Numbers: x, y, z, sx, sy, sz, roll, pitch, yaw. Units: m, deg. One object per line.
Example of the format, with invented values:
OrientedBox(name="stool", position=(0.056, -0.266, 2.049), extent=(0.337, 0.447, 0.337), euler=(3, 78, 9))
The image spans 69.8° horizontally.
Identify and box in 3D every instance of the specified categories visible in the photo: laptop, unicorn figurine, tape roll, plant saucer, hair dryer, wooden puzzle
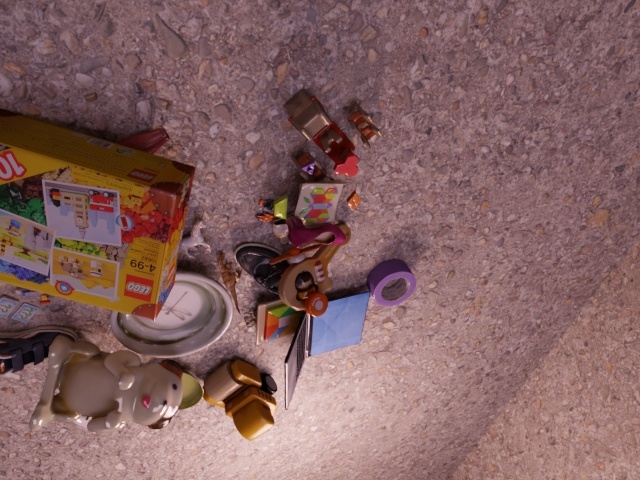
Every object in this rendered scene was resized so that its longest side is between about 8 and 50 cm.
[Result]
OrientedBox(name="laptop", position=(0.026, 0.445, 1.856), extent=(0.236, 0.408, 0.382), euler=(13, 136, 10))
OrientedBox(name="unicorn figurine", position=(-0.400, -0.002, 1.468), extent=(0.161, 0.060, 0.111), euler=(-32, 132, 5))
OrientedBox(name="tape roll", position=(0.289, 0.174, 1.868), extent=(0.188, 0.080, 0.189), euler=(-10, 129, -13))
OrientedBox(name="plant saucer", position=(-0.593, 0.596, 1.854), extent=(0.240, 0.037, 0.241), euler=(-3, 124, -4))
OrientedBox(name="hair dryer", position=(-0.504, -0.197, 1.285), extent=(0.223, 0.080, 0.294), euler=(5, 132, -44))
OrientedBox(name="plant saucer", position=(-0.508, 0.238, 1.589), extent=(0.399, 0.101, 0.401), euler=(-11, 130, -13))
OrientedBox(name="wooden puzzle", position=(-0.145, 0.309, 1.798), extent=(0.220, 0.044, 0.239), euler=(-13, 132, -29))

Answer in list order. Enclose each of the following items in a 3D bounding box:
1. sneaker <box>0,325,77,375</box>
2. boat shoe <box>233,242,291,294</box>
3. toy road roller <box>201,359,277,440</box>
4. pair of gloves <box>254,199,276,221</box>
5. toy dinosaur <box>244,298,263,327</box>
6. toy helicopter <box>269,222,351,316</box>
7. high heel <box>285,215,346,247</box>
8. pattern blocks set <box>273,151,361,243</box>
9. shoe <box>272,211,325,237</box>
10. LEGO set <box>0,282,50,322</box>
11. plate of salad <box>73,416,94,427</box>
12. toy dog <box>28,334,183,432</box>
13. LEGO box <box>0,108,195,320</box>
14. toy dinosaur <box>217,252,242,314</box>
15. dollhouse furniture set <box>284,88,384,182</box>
OrientedBox(name="sneaker", position=(-0.973, 0.365, 1.491), extent=(0.320, 0.128, 0.126), euler=(-1, 126, -23))
OrientedBox(name="boat shoe", position=(-0.161, 0.127, 1.629), extent=(0.127, 0.113, 0.340), euler=(-39, 130, 12))
OrientedBox(name="toy road roller", position=(-0.317, 0.675, 1.916), extent=(0.202, 0.241, 0.329), euler=(-38, 130, 10))
OrientedBox(name="pair of gloves", position=(-0.175, -0.098, 1.515), extent=(0.074, 0.010, 0.083), euler=(6, 121, -24))
OrientedBox(name="toy dinosaur", position=(-0.245, 0.312, 1.784), extent=(0.092, 0.053, 0.183), euler=(-12, 130, -14))
OrientedBox(name="toy helicopter", position=(-0.021, 0.070, 1.582), extent=(0.235, 0.140, 0.355), euler=(49, 68, -28))
OrientedBox(name="high heel", position=(0.000, 0.000, 1.447), extent=(0.244, 0.117, 0.082), euler=(22, 126, -42))
OrientedBox(name="pattern blocks set", position=(-0.007, -0.115, 1.431), extent=(0.285, 0.026, 0.325), euler=(-14, 139, -11))
OrientedBox(name="shoe", position=(-0.058, -0.065, 1.544), extent=(0.218, 0.077, 0.058), euler=(-16, 136, -7))
OrientedBox(name="LEGO set", position=(-0.919, 0.162, 1.398), extent=(0.244, 0.060, 0.182), euler=(-43, 133, 13))
OrientedBox(name="plate of salad", position=(-0.891, 0.697, 1.836), extent=(0.199, 0.048, 0.200), euler=(-11, 129, -14))
OrientedBox(name="toy dog", position=(-0.670, 0.506, 1.531), extent=(0.407, 0.285, 0.395), euler=(12, 160, -8))
OrientedBox(name="LEGO box", position=(-0.604, -0.057, 1.139), extent=(0.499, 0.193, 0.373), euler=(16, 116, -7))
OrientedBox(name="toy dinosaur", position=(-0.311, 0.146, 1.580), extent=(0.064, 0.112, 0.212), euler=(-19, 96, 22))
OrientedBox(name="dollhouse furniture set", position=(0.016, -0.317, 1.367), extent=(0.262, 0.135, 0.259), euler=(-39, 142, 11))
